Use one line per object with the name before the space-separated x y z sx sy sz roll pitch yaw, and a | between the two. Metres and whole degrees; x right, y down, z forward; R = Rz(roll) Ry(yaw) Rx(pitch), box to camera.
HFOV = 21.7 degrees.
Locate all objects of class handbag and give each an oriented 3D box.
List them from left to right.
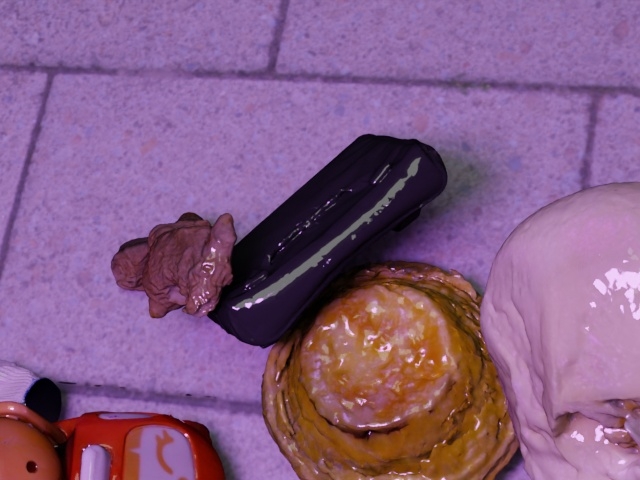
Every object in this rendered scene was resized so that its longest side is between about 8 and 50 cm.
handbag | 0.000 0.000 1.712 0.275 0.244 0.088 -39 101 -7

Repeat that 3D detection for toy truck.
toy truck | -0.235 0.250 1.642 0.265 0.239 0.189 -6 65 12

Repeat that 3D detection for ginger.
ginger | -0.148 0.025 1.745 0.084 0.290 0.122 16 87 -20

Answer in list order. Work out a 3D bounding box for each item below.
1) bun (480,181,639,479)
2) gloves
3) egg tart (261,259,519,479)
bun | 0.300 0.127 1.491 0.361 0.361 0.213 8 42 19
gloves | -0.390 0.177 1.802 0.229 0.097 0.119 8 56 17
egg tart | 0.069 0.139 1.674 0.294 0.123 0.294 -7 63 13
